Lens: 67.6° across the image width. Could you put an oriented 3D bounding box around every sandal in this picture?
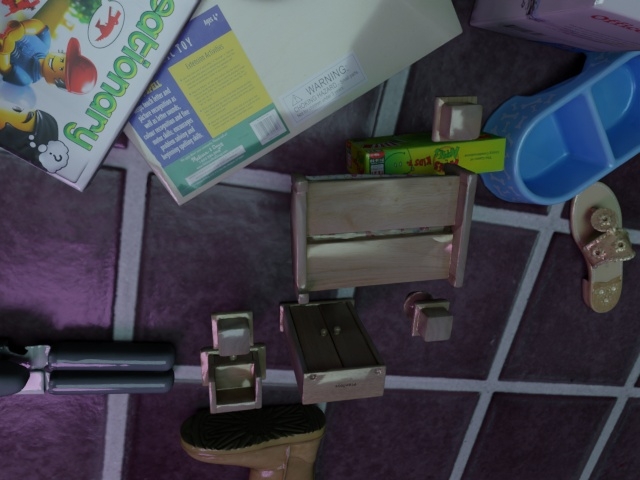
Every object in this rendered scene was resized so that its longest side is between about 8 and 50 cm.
[{"bbox_3d":[0.463,0.022,0.756,0.088,0.079,0.240,-20,114,-5],"label":"sandal"}]

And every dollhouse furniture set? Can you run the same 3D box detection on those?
[{"bbox_3d":[0.000,0.000,0.588,0.303,0.174,0.355,-3,112,-12],"label":"dollhouse furniture set"}]

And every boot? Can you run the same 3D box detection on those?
[{"bbox_3d":[-0.109,0.401,0.769,0.236,0.089,0.269,4,111,-14],"label":"boot"}]

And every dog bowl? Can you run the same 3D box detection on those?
[{"bbox_3d":[0.366,-0.161,0.667,0.297,0.074,0.166,-34,114,2],"label":"dog bowl"}]

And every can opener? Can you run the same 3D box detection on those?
[{"bbox_3d":[-0.339,0.180,0.635,0.280,0.093,0.074,3,109,-19],"label":"can opener"}]

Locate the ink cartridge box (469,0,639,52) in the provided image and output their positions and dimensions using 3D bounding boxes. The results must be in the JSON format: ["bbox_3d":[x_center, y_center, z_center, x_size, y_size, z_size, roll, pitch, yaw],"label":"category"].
[{"bbox_3d":[0.311,-0.305,0.511,0.171,0.232,0.168,7,109,-16],"label":"ink cartridge box"}]

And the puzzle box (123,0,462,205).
[{"bbox_3d":[-0.070,-0.257,0.543,0.409,0.052,0.272,-31,114,0],"label":"puzzle box"}]

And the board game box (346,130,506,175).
[{"bbox_3d":[0.133,-0.111,0.622,0.181,0.092,0.043,-8,113,-10],"label":"board game box"}]

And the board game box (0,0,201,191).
[{"bbox_3d":[-0.242,-0.224,0.459,0.193,0.053,0.305,31,101,-22],"label":"board game box"}]
